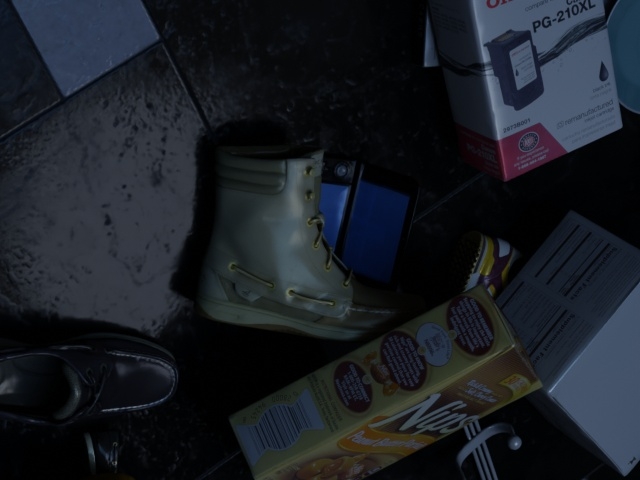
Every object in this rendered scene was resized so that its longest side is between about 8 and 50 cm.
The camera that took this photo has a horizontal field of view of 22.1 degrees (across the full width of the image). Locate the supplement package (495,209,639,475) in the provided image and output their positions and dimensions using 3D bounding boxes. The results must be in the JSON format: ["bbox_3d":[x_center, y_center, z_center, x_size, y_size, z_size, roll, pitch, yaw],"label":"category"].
[{"bbox_3d":[0.341,0.128,2.004,0.204,0.145,0.262,-50,138,-4],"label":"supplement package"}]

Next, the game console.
[{"bbox_3d":[0.028,-0.017,1.854,0.124,0.085,0.144,6,104,-30],"label":"game console"}]

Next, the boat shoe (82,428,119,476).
[{"bbox_3d":[-0.239,0.274,1.830,0.042,0.049,0.133,-7,106,-18],"label":"boat shoe"}]

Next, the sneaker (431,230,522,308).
[{"bbox_3d":[0.186,0.085,1.984,0.084,0.069,0.185,19,98,-27],"label":"sneaker"}]

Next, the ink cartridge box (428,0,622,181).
[{"bbox_3d":[0.232,-0.214,1.853,0.172,0.100,0.237,-25,119,-19],"label":"ink cartridge box"}]

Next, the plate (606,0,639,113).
[{"bbox_3d":[0.418,-0.248,2.023,0.188,0.024,0.188,-9,111,-25],"label":"plate"}]

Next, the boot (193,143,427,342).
[{"bbox_3d":[0.000,0.000,1.805,0.262,0.095,0.203,8,102,1],"label":"boot"}]

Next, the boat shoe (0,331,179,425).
[{"bbox_3d":[-0.276,0.154,1.742,0.285,0.092,0.103,8,104,-30],"label":"boat shoe"}]

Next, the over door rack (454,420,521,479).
[{"bbox_3d":[0.117,0.321,2.007,0.324,0.108,0.239,-30,118,-17],"label":"over door rack"}]

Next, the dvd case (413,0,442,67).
[{"bbox_3d":[0.220,-0.297,1.895,0.238,0.029,0.179,-8,111,-26],"label":"dvd case"}]

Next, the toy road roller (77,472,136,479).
[{"bbox_3d":[-0.286,0.427,1.751,0.240,0.202,0.329,-3,124,-14],"label":"toy road roller"}]

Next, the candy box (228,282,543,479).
[{"bbox_3d":[0.076,0.178,1.814,0.316,0.087,0.183,-28,156,7],"label":"candy box"}]
